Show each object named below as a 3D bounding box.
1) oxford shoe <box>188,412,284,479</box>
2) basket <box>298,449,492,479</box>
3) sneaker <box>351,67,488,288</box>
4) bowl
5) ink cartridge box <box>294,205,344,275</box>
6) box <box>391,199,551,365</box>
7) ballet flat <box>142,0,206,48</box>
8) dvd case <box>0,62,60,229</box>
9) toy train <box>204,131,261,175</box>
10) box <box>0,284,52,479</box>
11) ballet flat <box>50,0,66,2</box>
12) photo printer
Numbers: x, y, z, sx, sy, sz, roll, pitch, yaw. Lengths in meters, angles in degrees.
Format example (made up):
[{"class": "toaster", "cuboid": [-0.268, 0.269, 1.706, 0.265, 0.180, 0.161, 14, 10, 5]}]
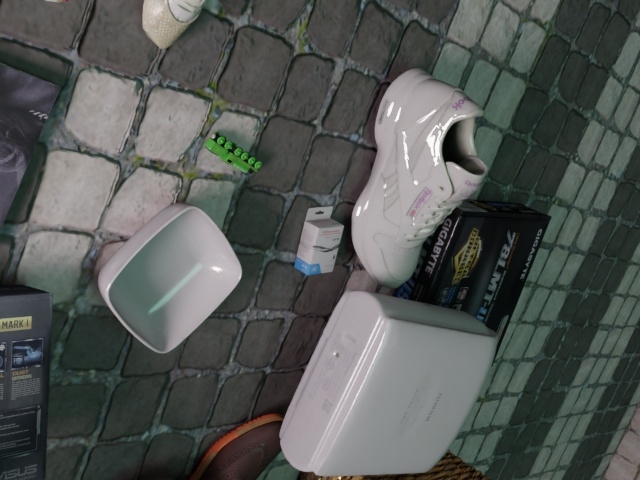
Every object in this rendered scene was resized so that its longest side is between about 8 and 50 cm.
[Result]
[{"class": "oxford shoe", "cuboid": [-0.127, 0.344, 1.070, 0.271, 0.098, 0.097, -42, 138, -21]}, {"class": "basket", "cuboid": [0.119, 0.456, 1.312, 0.299, 0.223, 0.213, 3, 111, -49]}, {"class": "sneaker", "cuboid": [0.128, -0.058, 1.051, 0.114, 0.152, 0.305, -21, 129, -41]}, {"class": "bowl", "cuboid": [-0.166, 0.035, 0.869, 0.142, 0.053, 0.142, -46, 141, -16]}, {"class": "ink cartridge box", "cuboid": [0.000, 0.000, 1.046, 0.048, 0.028, 0.083, -8, 119, -45]}, {"class": "box", "cuboid": [0.232, 0.079, 1.318, 0.293, 0.073, 0.295, 2, 112, -47]}, {"class": "ballet flat", "cuboid": [-0.116, -0.253, 0.739, 0.057, 0.052, 0.168, 7, 108, -49]}, {"class": "dvd case", "cuboid": [-0.332, -0.084, 0.640, 0.221, 0.018, 0.164, 17, 101, -51]}, {"class": "toy train", "cuboid": [-0.096, -0.094, 0.893, 0.024, 0.017, 0.083, -51, 142, 5]}, {"class": "box", "cuboid": [-0.349, 0.136, 0.692, 0.232, 0.059, 0.183, -2, 98, -47]}, {"class": "ballet flat", "cuboid": [-0.184, -0.299, 0.618, 0.091, 0.077, 0.241, -10, 121, -45]}, {"class": "photo printer", "cuboid": [0.114, 0.208, 1.145, 0.307, 0.107, 0.256, 16, 103, -45]}]
